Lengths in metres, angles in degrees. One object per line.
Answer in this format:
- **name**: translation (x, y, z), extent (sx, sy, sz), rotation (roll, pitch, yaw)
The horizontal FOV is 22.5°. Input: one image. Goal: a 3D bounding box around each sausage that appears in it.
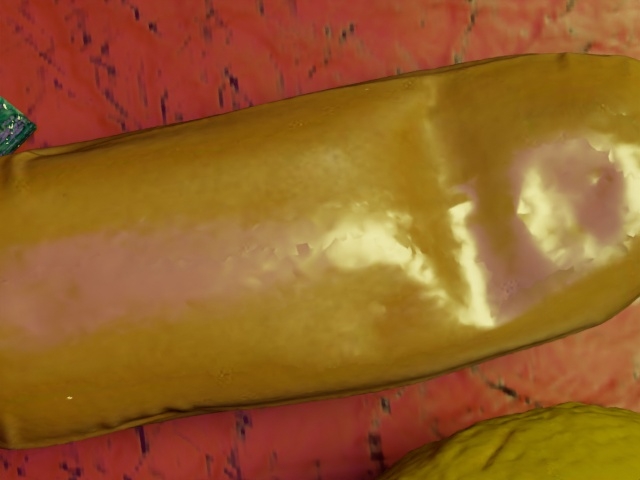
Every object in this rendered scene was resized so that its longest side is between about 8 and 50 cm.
- **sausage**: translation (0.000, 0.001, 0.693), extent (0.354, 0.116, 0.134), rotation (-10, 73, -2)

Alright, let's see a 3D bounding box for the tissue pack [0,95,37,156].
- **tissue pack**: translation (-0.209, -0.069, 0.734), extent (0.085, 0.028, 0.138), rotation (-47, 106, -4)

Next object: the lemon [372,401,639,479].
- **lemon**: translation (0.082, 0.173, 0.642), extent (0.260, 0.204, 0.204), rotation (-30, 88, -1)
